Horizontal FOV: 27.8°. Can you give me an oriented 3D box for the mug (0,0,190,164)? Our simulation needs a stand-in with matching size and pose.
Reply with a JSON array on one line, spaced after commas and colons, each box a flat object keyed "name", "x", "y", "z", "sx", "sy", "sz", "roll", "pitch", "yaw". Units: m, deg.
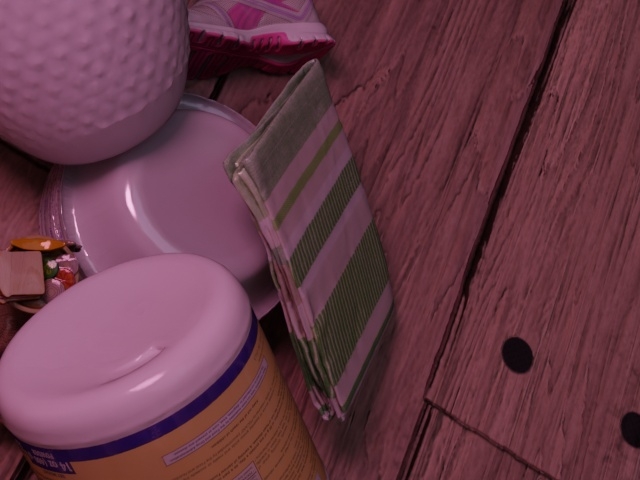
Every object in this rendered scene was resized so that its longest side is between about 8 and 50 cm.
[{"name": "mug", "x": -0.266, "y": -0.281, "z": 1.294, "sx": 0.374, "sy": 0.276, "sz": 0.328, "roll": -83, "pitch": 157, "yaw": -50}]

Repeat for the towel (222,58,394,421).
[{"name": "towel", "x": 0.000, "y": 0.000, "z": 1.409, "sx": 0.248, "sy": 0.038, "sz": 0.324, "roll": -58, "pitch": 135, "yaw": -52}]

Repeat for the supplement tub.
[{"name": "supplement tub", "x": -0.129, "y": 0.206, "z": 1.204, "sx": 0.241, "sy": 0.241, "sz": 0.331, "roll": -44, "pitch": 125, "yaw": -34}]

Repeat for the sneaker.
[{"name": "sneaker", "x": -0.107, "y": -0.264, "z": 1.545, "sx": 0.252, "sy": 0.103, "sz": 0.111, "roll": -5, "pitch": 70, "yaw": -38}]

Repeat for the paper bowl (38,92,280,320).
[{"name": "paper bowl", "x": -0.149, "y": -0.027, "z": 1.398, "sx": 0.284, "sy": 0.148, "sz": 0.284, "roll": 10, "pitch": 67, "yaw": -25}]

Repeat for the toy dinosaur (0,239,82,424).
[{"name": "toy dinosaur", "x": -0.353, "y": 0.088, "z": 1.258, "sx": 0.296, "sy": 0.127, "sz": 0.200, "roll": 15, "pitch": 72, "yaw": -18}]

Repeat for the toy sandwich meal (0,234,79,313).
[{"name": "toy sandwich meal", "x": -0.269, "y": 0.030, "z": 1.220, "sx": 0.086, "sy": 0.029, "sz": 0.085, "roll": 5, "pitch": 74, "yaw": -17}]
